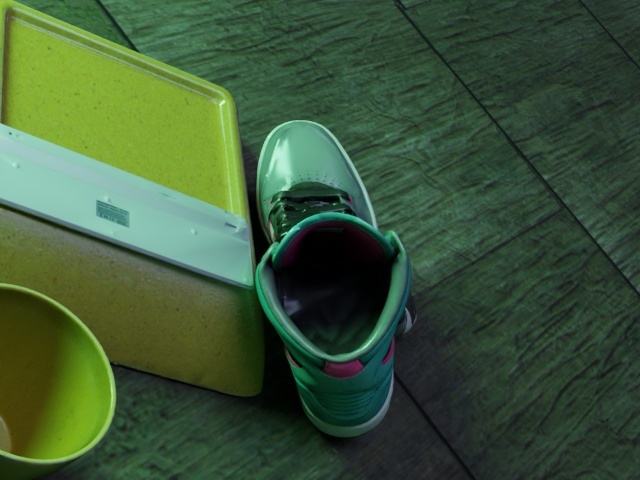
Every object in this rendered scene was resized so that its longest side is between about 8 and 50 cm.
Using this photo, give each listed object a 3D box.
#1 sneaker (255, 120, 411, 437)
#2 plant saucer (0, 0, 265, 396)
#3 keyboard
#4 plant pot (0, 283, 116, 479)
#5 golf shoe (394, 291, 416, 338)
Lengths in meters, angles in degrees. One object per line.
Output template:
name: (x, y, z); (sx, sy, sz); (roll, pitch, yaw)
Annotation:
sneaker: (0.000, 0.000, 1.072); (0.123, 0.178, 0.296); (-10, 66, -5)
plant saucer: (-0.181, -0.059, 1.071); (0.332, 0.081, 0.333); (19, 43, -31)
keyboard: (-0.160, -0.027, 0.984); (0.256, 0.014, 0.072); (21, 47, -30)
plant pot: (-0.217, 0.110, 0.853); (0.134, 0.095, 0.134); (27, 39, -24)
golf shoe: (0.024, 0.012, 1.224); (0.094, 0.077, 0.198); (8, 51, -62)
